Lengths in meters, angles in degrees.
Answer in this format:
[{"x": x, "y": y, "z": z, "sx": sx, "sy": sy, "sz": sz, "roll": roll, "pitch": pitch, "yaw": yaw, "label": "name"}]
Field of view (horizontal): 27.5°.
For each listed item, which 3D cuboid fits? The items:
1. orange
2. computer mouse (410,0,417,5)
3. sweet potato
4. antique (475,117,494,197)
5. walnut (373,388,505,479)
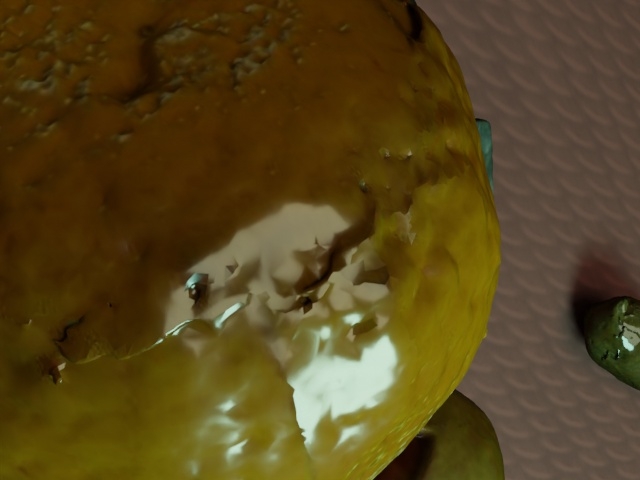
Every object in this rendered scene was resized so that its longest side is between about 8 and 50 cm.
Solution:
[{"x": -0.083, "y": 0.003, "z": 0.662, "sx": 0.340, "sy": 0.340, "sz": 0.293, "roll": -40, "pitch": 149, "yaw": -31, "label": "orange"}, {"x": -0.023, "y": -0.169, "z": 0.816, "sx": 0.269, "sy": 0.137, "sz": 0.086, "roll": 35, "pitch": 77, "yaw": -41, "label": "computer mouse"}, {"x": 0.326, "y": 0.119, "z": 1.262, "sx": 0.273, "sy": 0.075, "sz": 0.075, "roll": 32, "pitch": 76, "yaw": -46, "label": "sweet potato"}, {"x": 0.014, "y": -0.033, "z": 0.847, "sx": 0.086, "sy": 0.183, "sz": 0.088, "roll": -12, "pitch": 102, "yaw": -46, "label": "antique"}, {"x": -0.008, "y": 0.205, "z": 0.876, "sx": 0.297, "sy": 0.203, "sz": 0.203, "roll": -34, "pitch": 122, "yaw": -15, "label": "walnut"}]
